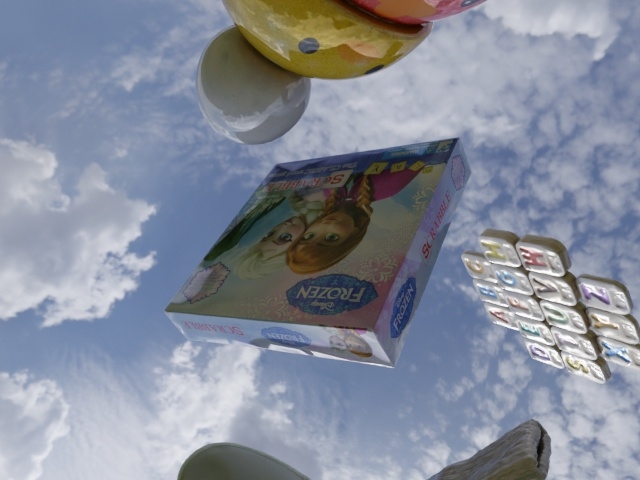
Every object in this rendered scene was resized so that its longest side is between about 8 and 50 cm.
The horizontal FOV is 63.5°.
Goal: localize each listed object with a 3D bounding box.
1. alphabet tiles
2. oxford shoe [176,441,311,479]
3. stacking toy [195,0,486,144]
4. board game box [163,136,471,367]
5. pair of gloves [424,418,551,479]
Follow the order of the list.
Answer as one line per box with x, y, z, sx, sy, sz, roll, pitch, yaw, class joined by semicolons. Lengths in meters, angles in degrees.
0.343;0.103;0.791;0.021;0.284;0.278;-41;-153;-19;alphabet tiles
-0.024;0.456;0.746;0.449;0.130;0.169;37;-110;13;oxford shoe
0.030;-0.252;0.420;0.480;0.350;0.351;-48;-131;43;stacking toy
0.000;0.000;0.679;0.318;0.066;0.318;-2;-137;36;board game box
0.025;0.187;0.278;0.042;0.240;0.204;48;-63;18;pair of gloves
